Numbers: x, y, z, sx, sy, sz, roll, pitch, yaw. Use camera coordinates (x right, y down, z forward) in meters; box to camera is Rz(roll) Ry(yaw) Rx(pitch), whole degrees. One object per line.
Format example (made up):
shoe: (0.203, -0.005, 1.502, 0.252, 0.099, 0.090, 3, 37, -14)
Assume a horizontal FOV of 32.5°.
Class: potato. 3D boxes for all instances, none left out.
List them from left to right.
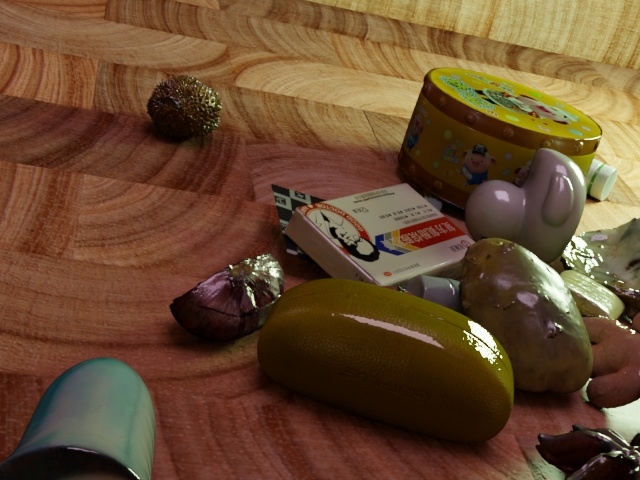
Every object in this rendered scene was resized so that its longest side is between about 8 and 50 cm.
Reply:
potato: (0.323, 0.116, 1.762, 0.192, 0.141, 0.296, -8, 54, -30)

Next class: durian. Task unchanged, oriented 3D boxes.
durian: (-0.286, -0.281, 2.316, 0.158, 0.136, 0.168, -2, 14, 12)

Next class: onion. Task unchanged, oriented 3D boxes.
onion: (-0.133, 0.101, 1.664, 0.206, 0.151, 0.098, -25, 79, -39)

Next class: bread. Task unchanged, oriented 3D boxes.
bread: (0.474, 0.111, 1.977, 0.139, 0.060, 0.178, 34, 18, 18)

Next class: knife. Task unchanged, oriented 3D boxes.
knife: (0.238, -0.083, 2.325, 0.044, 0.023, 0.162, 22, 25, 2)

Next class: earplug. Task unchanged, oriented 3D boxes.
earplug: (-0.268, 0.232, 1.250, 0.185, 0.185, 0.324, 11, 19, -8)

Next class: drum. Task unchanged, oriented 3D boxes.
drum: (0.393, -0.214, 2.431, 0.431, 0.214, 0.431, 15, 24, -7)

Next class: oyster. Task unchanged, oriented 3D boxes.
oyster: (0.571, 0.061, 2.158, 0.204, 0.110, 0.396, -3, 26, 2)

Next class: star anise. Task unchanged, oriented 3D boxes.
star anise: (0.437, 0.327, 1.522, 0.288, 0.088, 0.288, 15, 10, -3)

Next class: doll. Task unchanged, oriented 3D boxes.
doll: (0.396, -0.069, 2.160, 0.221, 0.251, 0.221, 24, -1, 0)
doll: (0.526, 0.215, 1.789, 0.303, 0.156, 0.201, 16, 60, 48)

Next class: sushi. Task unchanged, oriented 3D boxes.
sushi: (0.000, 0.000, 1.991, 0.192, 0.050, 0.215, 16, 32, -23)

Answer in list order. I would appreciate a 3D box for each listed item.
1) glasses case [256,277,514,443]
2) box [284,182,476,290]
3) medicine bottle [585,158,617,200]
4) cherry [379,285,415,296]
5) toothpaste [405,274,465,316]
glasses case: (0.096, 0.169, 1.555, 0.371, 0.173, 0.141, 17, 27, 3)
box: (0.122, 0.003, 1.979, 0.214, 0.069, 0.353, 43, 34, 24)
medicine bottle: (0.613, -0.170, 2.642, 0.183, 0.086, 0.086, 28, 28, 25)
cherry: (0.104, 0.103, 1.702, 0.107, 0.090, 0.225, 27, -15, 21)
toothpaste: (0.320, 0.129, 1.904, 0.371, 0.080, 0.125, 13, 20, -24)
